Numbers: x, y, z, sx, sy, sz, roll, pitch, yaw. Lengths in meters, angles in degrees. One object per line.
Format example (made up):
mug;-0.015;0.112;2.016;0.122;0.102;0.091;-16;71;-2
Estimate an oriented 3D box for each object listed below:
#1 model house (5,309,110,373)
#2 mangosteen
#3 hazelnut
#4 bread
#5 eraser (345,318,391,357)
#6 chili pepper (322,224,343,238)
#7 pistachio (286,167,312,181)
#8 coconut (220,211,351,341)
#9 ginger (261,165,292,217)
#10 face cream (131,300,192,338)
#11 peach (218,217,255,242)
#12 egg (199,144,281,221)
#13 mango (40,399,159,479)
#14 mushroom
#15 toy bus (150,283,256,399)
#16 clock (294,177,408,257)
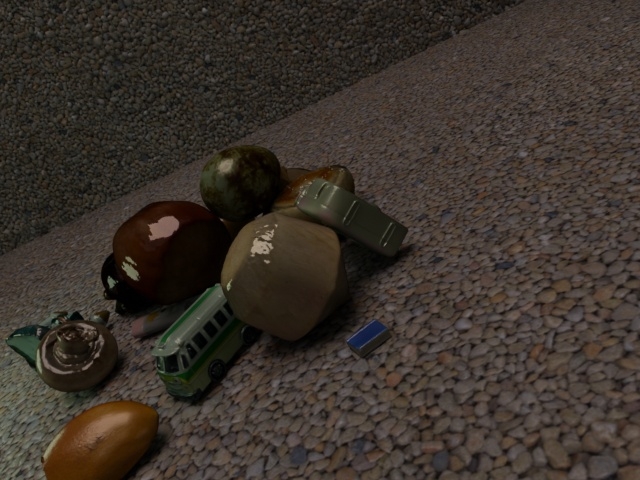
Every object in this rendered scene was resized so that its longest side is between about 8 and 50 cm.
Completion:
model house;-0.824;0.298;1.961;0.253;0.184;0.291;-17;18;42
mangosteen;-0.644;0.145;2.048;0.265;0.228;0.228;-57;18;16
hazelnut;-0.453;0.028;1.875;0.366;0.366;0.366;-23;24;11
bread;-0.014;-0.124;1.948;0.305;0.159;0.305;-27;21;12
eraser;0.104;0.213;1.311;0.085;0.027;0.063;-35;26;-14
chili pepper;0.000;0.000;1.802;0.359;0.076;0.085;-33;46;-11
pistachio;-0.101;-0.189;2.198;0.238;0.153;0.138;-11;28;-23
coconut;-0.066;0.087;1.456;0.329;0.329;0.329;-23;24;11
ginger;-0.180;-0.123;2.072;0.086;0.131;0.294;152;138;-83
face cream;-0.487;0.242;1.845;0.198;0.057;0.084;-20;25;16
peach;-0.349;-0.035;2.154;0.251;0.153;0.251;-17;11;3
egg;-0.252;-0.190;1.941;0.289;0.238;0.238;-34;24;-30
mango;-0.481;0.449;1.336;0.257;0.138;0.187;-40;38;-11
mushroom;-0.704;0.326;1.731;0.226;0.178;0.226;10;46;-10
toy bus;-0.292;0.247;1.499;0.134;0.164;0.276;-6;31;42
clock;0.063;-0.074;1.628;0.108;0.265;0.324;-61;26;2
